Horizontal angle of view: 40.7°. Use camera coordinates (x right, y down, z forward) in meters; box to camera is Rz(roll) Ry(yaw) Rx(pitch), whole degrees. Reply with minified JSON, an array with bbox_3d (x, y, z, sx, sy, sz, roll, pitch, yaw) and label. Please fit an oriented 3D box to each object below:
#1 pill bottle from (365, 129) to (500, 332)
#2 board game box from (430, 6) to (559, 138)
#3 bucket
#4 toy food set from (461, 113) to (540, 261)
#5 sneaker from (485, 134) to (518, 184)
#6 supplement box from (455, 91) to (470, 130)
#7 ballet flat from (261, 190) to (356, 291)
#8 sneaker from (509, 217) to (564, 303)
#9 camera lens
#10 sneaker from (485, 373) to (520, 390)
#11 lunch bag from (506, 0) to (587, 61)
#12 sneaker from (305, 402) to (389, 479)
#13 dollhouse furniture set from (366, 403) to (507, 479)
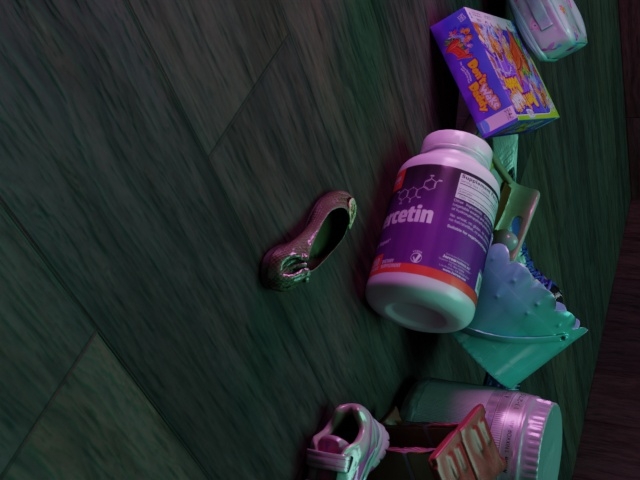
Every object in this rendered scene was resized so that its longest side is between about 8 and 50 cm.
[{"bbox_3d":[0.197,-0.019,1.451,0.181,0.182,0.323,52,48,-53],"label":"pill bottle"},{"bbox_3d":[0.358,-0.330,1.726,0.347,0.078,0.233,-18,83,-61],"label":"board game box"},{"bbox_3d":[0.341,0.131,1.629,0.183,0.281,0.281,-45,151,7],"label":"bucket"},{"bbox_3d":[0.346,-0.090,1.751,0.306,0.092,0.219,44,64,-44],"label":"toy food set"},{"bbox_3d":[0.394,-0.165,1.930,0.086,0.085,0.237,-94,-170,-77],"label":"sneaker"},{"bbox_3d":[0.311,-0.275,1.791,0.062,0.036,0.098,5,90,-62],"label":"supplement box"},{"bbox_3d":[0.000,0.000,1.204,0.250,0.058,0.084,-42,131,-53],"label":"ballet flat"},{"bbox_3d":[0.474,0.084,2.005,0.127,0.182,0.315,-12,105,-63],"label":"sneaker"},{"bbox_3d":[0.282,0.373,1.573,0.219,0.274,0.219,-18,110,-61],"label":"camera lens"},{"bbox_3d":[0.454,0.346,2.127,0.232,0.081,0.090,-60,147,-28],"label":"sneaker"},{"bbox_3d":[0.476,-0.533,1.904,0.224,0.108,0.279,-26,88,-59],"label":"lunch bag"},{"bbox_3d":[0.017,0.343,1.262,0.111,0.103,0.252,63,35,-37],"label":"sneaker"},{"bbox_3d":[0.207,0.465,1.402,0.152,0.201,0.374,-31,105,-42],"label":"dollhouse furniture set"}]
